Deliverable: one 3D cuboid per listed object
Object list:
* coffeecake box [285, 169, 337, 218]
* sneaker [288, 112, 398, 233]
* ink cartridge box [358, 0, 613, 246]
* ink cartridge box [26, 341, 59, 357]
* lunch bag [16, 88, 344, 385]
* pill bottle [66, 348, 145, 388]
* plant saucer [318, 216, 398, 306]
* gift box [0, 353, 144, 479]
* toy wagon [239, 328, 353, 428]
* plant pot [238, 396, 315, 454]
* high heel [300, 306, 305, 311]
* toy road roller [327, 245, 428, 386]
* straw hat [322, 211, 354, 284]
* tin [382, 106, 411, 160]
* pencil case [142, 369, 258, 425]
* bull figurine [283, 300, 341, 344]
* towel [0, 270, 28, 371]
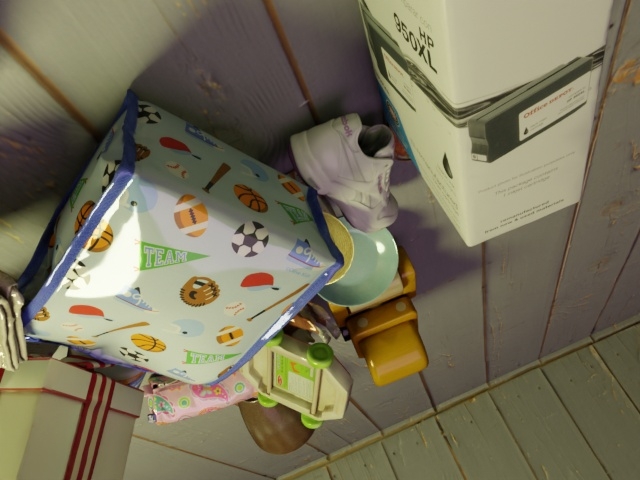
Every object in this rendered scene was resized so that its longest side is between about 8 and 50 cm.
[{"bbox_3d":[-0.075,-0.032,1.013,0.186,0.068,0.142,-28,148,7],"label":"coffeecake box"},{"bbox_3d":[0.081,-0.106,0.948,0.152,0.114,0.305,-27,149,21],"label":"sneaker"},{"bbox_3d":[0.163,-0.229,0.640,0.166,0.285,0.395,-24,142,1],"label":"ink cartridge box"},{"bbox_3d":[-0.528,0.168,0.996,0.198,0.067,0.115,-49,143,16],"label":"ink cartridge box"},{"bbox_3d":[-0.221,0.039,0.814,0.328,0.238,0.385,25,119,-29],"label":"lunch bag"},{"bbox_3d":[-0.422,0.249,1.115,0.152,0.152,0.272,-3,148,-30],"label":"pill bottle"},{"bbox_3d":[0.063,0.040,1.169,0.195,0.037,0.194,-2,104,-8],"label":"plant saucer"},{"bbox_3d":[-0.451,0.312,0.896,0.255,0.258,0.276,-3,154,16],"label":"gift box"},{"bbox_3d":[-0.095,0.290,1.282,0.267,0.345,0.068,96,21,-43],"label":"toy wagon"},{"bbox_3d":[-0.142,0.455,1.588,0.215,0.215,0.230,-25,136,2],"label":"plant pot"},{"bbox_3d":[-0.128,0.133,1.085,0.186,0.093,0.261,-27,165,-10],"label":"high heel"},{"bbox_3d":[0.144,0.188,1.317,0.203,0.240,0.329,-23,148,-2],"label":"toy road roller"},{"bbox_3d":[0.000,0.000,0.981,0.144,0.144,0.061,-47,-177,33],"label":"straw hat"},{"bbox_3d":[0.157,-0.207,0.936,0.106,0.040,0.189,-17,147,-3],"label":"tin"},{"bbox_3d":[-0.294,0.370,1.419,0.284,0.124,0.124,-11,146,-18],"label":"pencil case"},{"bbox_3d":[-0.059,0.241,1.341,0.101,0.189,0.310,-50,158,-38],"label":"bull figurine"},{"bbox_3d":[-0.490,0.045,0.716,0.049,0.282,0.187,-53,173,-45],"label":"towel"}]
